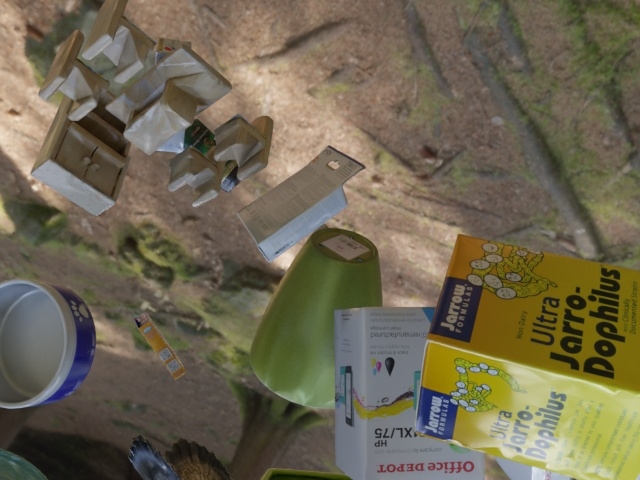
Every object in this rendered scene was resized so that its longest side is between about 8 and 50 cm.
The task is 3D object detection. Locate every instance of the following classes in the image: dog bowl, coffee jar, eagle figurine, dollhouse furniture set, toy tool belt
[{"bbox_3d":[-0.611,0.216,1.545,0.264,0.265,0.104,20,179,20],"label":"dog bowl"},{"bbox_3d":[-0.265,-0.206,1.800,0.184,0.096,0.079,39,141,-11],"label":"coffee jar"},{"bbox_3d":[-0.218,0.470,1.187,0.225,0.298,0.226,14,159,-29],"label":"eagle figurine"},{"bbox_3d":[-0.341,-0.255,1.398,0.394,0.257,0.362,-26,133,33],"label":"dollhouse furniture set"},{"bbox_3d":[0.000,0.000,1.870,0.051,0.083,0.052,40,180,-3],"label":"toy tool belt"}]

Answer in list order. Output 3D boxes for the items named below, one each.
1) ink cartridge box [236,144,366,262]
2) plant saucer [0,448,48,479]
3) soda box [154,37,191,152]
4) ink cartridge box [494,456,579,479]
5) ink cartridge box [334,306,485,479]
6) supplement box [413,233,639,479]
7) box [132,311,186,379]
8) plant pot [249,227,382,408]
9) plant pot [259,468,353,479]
[{"bbox_3d":[-0.032,-0.071,1.299,0.045,0.224,0.223,54,178,-22],"label":"ink cartridge box"},{"bbox_3d":[-0.553,0.450,1.103,0.317,0.318,0.044,29,123,2],"label":"plant saucer"},{"bbox_3d":[-0.299,-0.287,1.464,0.069,0.074,0.216,5,125,-13],"label":"soda box"},{"bbox_3d":[0.484,0.327,1.362,0.131,0.306,0.226,54,164,45],"label":"ink cartridge box"},{"bbox_3d":[0.137,0.245,1.195,0.198,0.270,0.197,1,173,-12],"label":"ink cartridge box"},{"bbox_3d":[0.313,0.155,0.896,0.356,0.194,0.195,12,134,14],"label":"supplement box"},{"bbox_3d":[-0.299,0.186,1.351,0.136,0.028,0.081,61,168,-16],"label":"box"},{"bbox_3d":[0.015,0.133,1.475,0.274,0.275,0.294,22,119,17],"label":"plant pot"},{"bbox_3d":[-0.028,0.621,1.552,0.228,0.207,0.227,4,179,5],"label":"plant pot"}]
